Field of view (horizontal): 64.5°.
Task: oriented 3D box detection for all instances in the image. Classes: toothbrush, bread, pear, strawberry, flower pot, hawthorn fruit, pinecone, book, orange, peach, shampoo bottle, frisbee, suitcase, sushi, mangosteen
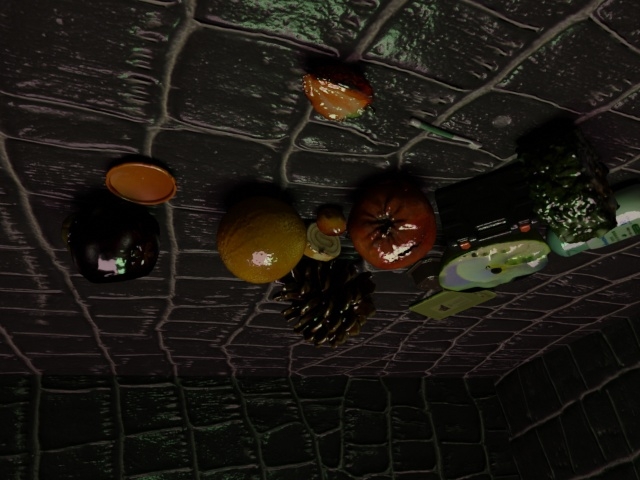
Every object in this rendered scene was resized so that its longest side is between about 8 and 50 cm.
[{"bbox_3d":[0.345,-0.290,1.386,0.256,0.018,0.024,12,152,-30],"label":"toothbrush"},{"bbox_3d":[0.000,0.000,1.721,0.149,0.122,0.073,17,155,-28],"label":"bread"},{"bbox_3d":[0.608,0.031,1.842,0.398,0.165,0.399,-5,150,-3],"label":"pear"},{"bbox_3d":[0.044,-0.344,1.168,0.192,0.085,0.140,6,156,-10],"label":"strawberry"},{"bbox_3d":[0.497,0.151,2.113,0.250,0.084,0.179,7,147,-21],"label":"flower pot"},{"bbox_3d":[0.246,-0.041,1.580,0.275,0.276,0.307,-25,159,29],"label":"hawthorn fruit"},{"bbox_3d":[-0.002,0.198,1.892,0.383,0.385,0.385,-5,150,-3],"label":"pinecone"},{"bbox_3d":[0.629,0.287,2.423,0.239,0.035,0.352,22,140,-37],"label":"book"},{"bbox_3d":[-0.176,-0.005,1.536,0.273,0.275,0.274,-5,150,-3],"label":"orange"},{"bbox_3d":[0.035,-0.057,1.649,0.100,0.101,0.101,-5,150,-3],"label":"peach"},{"bbox_3d":[0.969,-0.057,1.777,0.349,0.152,0.221,-25,147,31],"label":"shampoo bottle"},{"bbox_3d":[-0.499,-0.165,1.422,0.191,0.035,0.192,-5,150,-3],"label":"frisbee"},{"bbox_3d":[0.509,-0.098,1.561,0.285,0.207,0.066,-18,153,20],"label":"suitcase"},{"bbox_3d":[0.712,-0.143,1.440,0.178,0.295,0.351,-25,147,36],"label":"sushi"},{"bbox_3d":[-0.625,0.010,1.508,0.287,0.234,0.287,-13,179,0],"label":"mangosteen"}]

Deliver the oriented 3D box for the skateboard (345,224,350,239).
[{"bbox_3d":[0.133,-0.049,1.733,0.080,0.067,0.151,-5,157,-23],"label":"skateboard"}]
